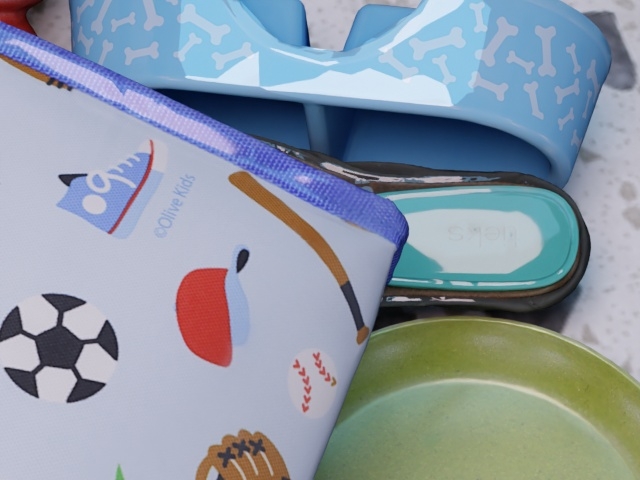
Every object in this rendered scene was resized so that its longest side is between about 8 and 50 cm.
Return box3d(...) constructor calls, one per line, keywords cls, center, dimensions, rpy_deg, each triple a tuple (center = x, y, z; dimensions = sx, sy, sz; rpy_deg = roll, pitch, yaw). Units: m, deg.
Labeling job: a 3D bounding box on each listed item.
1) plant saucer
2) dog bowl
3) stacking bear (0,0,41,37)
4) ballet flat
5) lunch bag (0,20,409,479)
box3d(cls="plant saucer", center=(0.073, 0.150, 0.952), dimensions=(0.241, 0.037, 0.241), rpy_deg=(-1, 59, 2))
box3d(cls="dog bowl", center=(0.004, -0.079, 1.031), dimensions=(0.297, 0.166, 0.074), rpy_deg=(6, 70, 6))
box3d(cls="stacking bear", center=(-0.208, -0.176, 1.051), dimensions=(0.175, 0.164, 0.289), rpy_deg=(0, 97, 15))
box3d(cls="ballet flat", center=(0.000, 0.000, 1.016), dimensions=(0.280, 0.096, 0.095), rpy_deg=(9, 83, 0))
box3d(cls="lunch bag", center=(-0.201, 0.068, 0.809), dimensions=(0.385, 0.239, 0.328), rpy_deg=(26, 59, -3))
